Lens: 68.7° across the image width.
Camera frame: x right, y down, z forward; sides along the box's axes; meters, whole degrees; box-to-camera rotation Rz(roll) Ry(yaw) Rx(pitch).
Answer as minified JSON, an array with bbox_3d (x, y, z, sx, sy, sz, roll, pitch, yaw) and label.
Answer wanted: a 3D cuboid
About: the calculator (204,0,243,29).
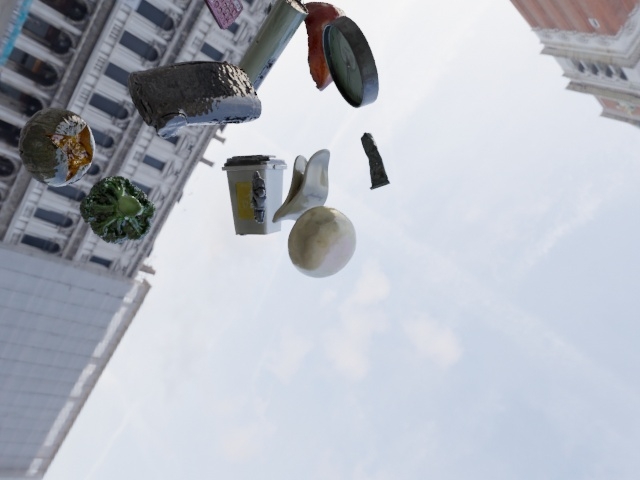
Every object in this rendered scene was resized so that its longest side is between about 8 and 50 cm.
[{"bbox_3d":[-0.297,-0.721,1.348,0.034,0.191,0.127,12,-121,30],"label":"calculator"}]

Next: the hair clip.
[{"bbox_3d":[-0.046,-0.177,1.597,0.113,0.172,0.282,13,-89,33],"label":"hair clip"}]

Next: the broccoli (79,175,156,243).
[{"bbox_3d":[-0.833,-0.134,1.940,0.297,0.297,0.298,-18,-123,57],"label":"broccoli"}]

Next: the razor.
[{"bbox_3d":[-0.312,-0.374,1.207,0.107,0.326,0.189,-40,-102,47],"label":"razor"}]

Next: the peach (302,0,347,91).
[{"bbox_3d":[0.042,-0.820,1.970,0.201,0.258,0.362,-7,-86,5],"label":"peach"}]

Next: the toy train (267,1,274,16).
[{"bbox_3d":[-0.191,-0.867,1.904,0.043,0.047,0.208,158,-71,-63],"label":"toy train"}]

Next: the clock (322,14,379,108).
[{"bbox_3d":[0.104,-0.632,1.685,0.066,0.319,0.319,-27,-140,-9],"label":"clock"}]

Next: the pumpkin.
[{"bbox_3d":[-0.802,-0.281,1.422,0.238,0.159,0.238,15,90,-83],"label":"pumpkin"}]

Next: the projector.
[{"bbox_3d":[-0.176,-0.658,1.576,0.337,0.108,0.108,-45,-139,35],"label":"projector"}]

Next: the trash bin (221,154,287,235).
[{"bbox_3d":[-0.290,-0.215,2.208,0.255,0.296,0.368,0,-82,19],"label":"trash bin"}]

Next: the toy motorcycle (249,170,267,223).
[{"bbox_3d":[-0.229,-0.161,1.737,0.124,0.061,0.194,-159,-113,-70],"label":"toy motorcycle"}]

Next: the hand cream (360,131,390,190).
[{"bbox_3d":[0.196,-0.308,1.769,0.075,0.052,0.248,-33,-123,39],"label":"hand cream"}]

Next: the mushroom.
[{"bbox_3d":[0.000,0.000,1.545,0.246,0.246,0.202,-59,-147,10],"label":"mushroom"}]
